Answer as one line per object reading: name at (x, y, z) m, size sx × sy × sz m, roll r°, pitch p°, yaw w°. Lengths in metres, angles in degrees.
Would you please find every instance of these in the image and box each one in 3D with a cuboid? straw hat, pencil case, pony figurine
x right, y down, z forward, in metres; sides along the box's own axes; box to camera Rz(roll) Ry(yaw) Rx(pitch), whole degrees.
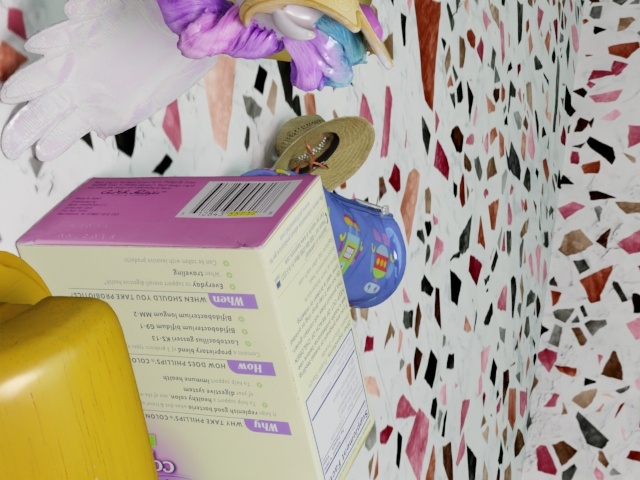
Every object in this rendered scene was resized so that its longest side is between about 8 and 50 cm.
straw hat at (-0.016, -0.106, 1.233) m, size 0.061 × 0.144 × 0.144 m, roll 55°, pitch 8°, yaw 29°
pencil case at (0.000, 0.000, 1.207) m, size 0.133 × 0.119 × 0.306 m, roll -60°, pitch 156°, yaw 6°
pony figurine at (-0.129, -0.229, 0.723) m, size 0.303 × 0.351 × 0.364 m, roll 26°, pitch 47°, yaw -69°

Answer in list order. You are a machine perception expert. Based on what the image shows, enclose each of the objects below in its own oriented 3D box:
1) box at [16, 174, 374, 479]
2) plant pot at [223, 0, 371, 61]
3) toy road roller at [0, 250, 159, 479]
box at (-0.092, 0.079, 0.892) m, size 0.117 × 0.213 × 0.243 m, roll -53°, pitch 137°, yaw -52°
plant pot at (-0.033, -0.287, 1.056) m, size 0.187 × 0.212 × 0.212 m, roll 81°, pitch 22°, yaw -52°
toy road roller at (-0.232, 0.121, 0.544) m, size 0.329 × 0.240 × 0.203 m, roll -47°, pitch 132°, yaw -57°
